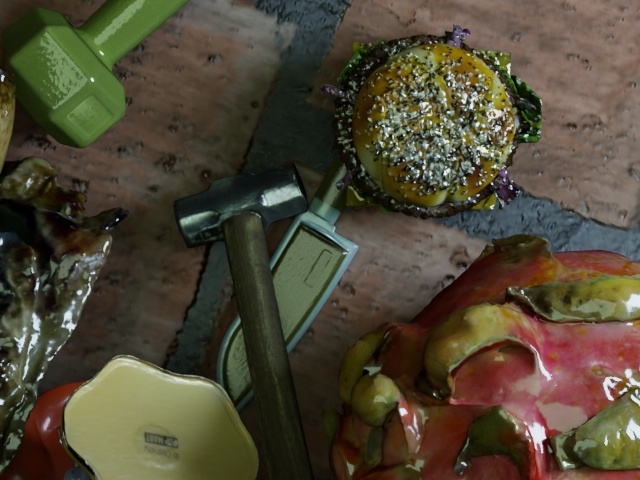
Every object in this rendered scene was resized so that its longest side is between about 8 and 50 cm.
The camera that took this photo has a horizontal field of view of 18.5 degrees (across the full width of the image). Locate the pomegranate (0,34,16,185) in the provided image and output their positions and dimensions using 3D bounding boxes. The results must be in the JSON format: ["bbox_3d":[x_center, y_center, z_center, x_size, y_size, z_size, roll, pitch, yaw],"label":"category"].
[{"bbox_3d":[-0.393,-0.098,1.500,0.322,0.322,0.322,0,87,2],"label":"pomegranate"}]

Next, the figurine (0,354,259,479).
[{"bbox_3d":[-0.182,0.207,1.602,0.208,0.181,0.257,53,134,7],"label":"figurine"}]

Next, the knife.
[{"bbox_3d":[0.001,0.001,1.689,0.061,0.027,0.343,31,89,-1],"label":"knife"}]

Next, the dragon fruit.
[{"bbox_3d":[0.133,0.142,1.497,0.263,0.314,0.296,1,89,-29],"label":"dragon fruit"}]

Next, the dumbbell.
[{"bbox_3d":[-0.136,-0.212,1.663,0.302,0.121,0.108,-41,59,-1],"label":"dumbbell"}]

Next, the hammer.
[{"bbox_3d":[-0.040,0.090,1.575,0.111,0.043,0.365,-18,50,6],"label":"hammer"}]

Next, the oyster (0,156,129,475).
[{"bbox_3d":[-0.310,0.079,1.588,0.096,0.221,0.361,42,61,-37],"label":"oyster"}]

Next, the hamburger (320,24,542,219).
[{"bbox_3d":[0.098,-0.097,1.645,0.189,0.093,0.164,-10,94,-14],"label":"hamburger"}]
